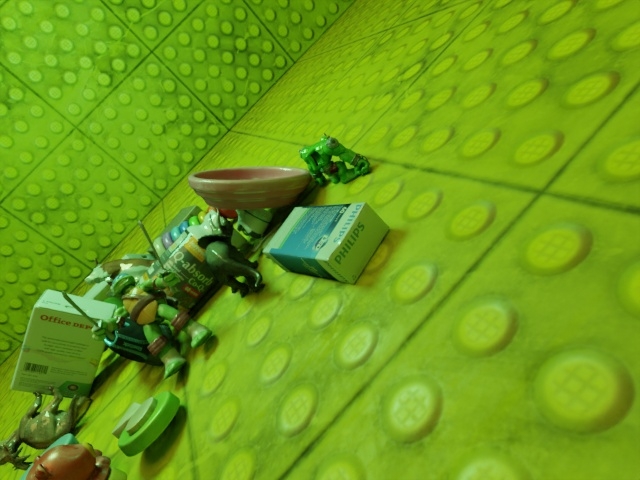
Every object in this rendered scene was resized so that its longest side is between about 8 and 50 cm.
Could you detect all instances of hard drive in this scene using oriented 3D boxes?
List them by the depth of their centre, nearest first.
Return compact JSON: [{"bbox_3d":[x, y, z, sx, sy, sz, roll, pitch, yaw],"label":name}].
[{"bbox_3d":[-0.812,0.188,1.690,0.353,0.047,0.233,-44,-6,4],"label":"hard drive"}]

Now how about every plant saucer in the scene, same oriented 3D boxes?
[{"bbox_3d":[-0.189,-0.148,1.180,0.332,0.084,0.332,0,16,0],"label":"plant saucer"}]

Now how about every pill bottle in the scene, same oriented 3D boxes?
[{"bbox_3d":[-0.344,0.059,1.180,0.278,0.162,0.162,-49,26,-6],"label":"pill bottle"}]

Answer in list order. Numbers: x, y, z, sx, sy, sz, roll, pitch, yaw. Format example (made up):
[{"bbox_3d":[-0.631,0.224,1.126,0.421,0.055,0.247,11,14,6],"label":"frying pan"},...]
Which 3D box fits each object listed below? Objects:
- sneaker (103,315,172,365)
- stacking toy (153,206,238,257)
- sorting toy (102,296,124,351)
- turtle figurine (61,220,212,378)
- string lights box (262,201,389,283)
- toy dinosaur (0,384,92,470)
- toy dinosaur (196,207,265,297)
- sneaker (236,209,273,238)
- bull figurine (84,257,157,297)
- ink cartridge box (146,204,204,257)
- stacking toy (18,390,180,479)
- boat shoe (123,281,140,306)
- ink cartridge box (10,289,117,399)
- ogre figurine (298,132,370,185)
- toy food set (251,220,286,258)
[{"bbox_3d":[-0.507,0.239,1.157,0.341,0.140,0.125,-2,69,57],"label":"sneaker"},{"bbox_3d":[-0.403,-0.046,1.469,0.330,0.141,0.141,-39,26,2],"label":"stacking toy"},{"bbox_3d":[-0.710,0.266,1.513,0.126,0.127,0.365,-56,14,36],"label":"sorting toy"},{"bbox_3d":[-0.387,0.161,0.938,0.198,0.266,0.274,-43,-9,-38],"label":"turtle figurine"},{"bbox_3d":[0.000,0.000,0.857,0.133,0.077,0.260,-55,27,-18],"label":"string lights box"},{"bbox_3d":[-0.753,0.523,1.166,0.296,0.127,0.200,-22,40,17],"label":"toy dinosaur"},{"bbox_3d":[-0.219,0.054,1.004,0.121,0.160,0.313,-44,25,4],"label":"toy dinosaur"},{"bbox_3d":[-0.213,-0.064,1.249,0.091,0.094,0.258,-62,20,-1],"label":"sneaker"},{"bbox_3d":[-0.657,0.120,1.463,0.310,0.101,0.188,-5,22,-8],"label":"bull figurine"},{"bbox_3d":[-0.564,-0.024,1.706,0.193,0.088,0.234,-1,50,57],"label":"ink cartridge box"},{"bbox_3d":[-0.434,0.378,0.808,0.309,0.130,0.279,-26,20,42],"label":"stacking toy"},{"bbox_3d":[-0.538,0.174,1.357,0.320,0.118,0.103,-51,25,7],"label":"boat shoe"},{"bbox_3d":[-0.744,0.306,1.255,0.278,0.201,0.117,-66,22,12],"label":"ink cartridge box"},{"bbox_3d":[0.023,-0.196,1.060,0.097,0.118,0.197,-48,27,-7],"label":"ogre figurine"},{"bbox_3d":[-0.094,-0.006,1.060,0.132,0.038,0.192,-48,16,-19],"label":"toy food set"}]
